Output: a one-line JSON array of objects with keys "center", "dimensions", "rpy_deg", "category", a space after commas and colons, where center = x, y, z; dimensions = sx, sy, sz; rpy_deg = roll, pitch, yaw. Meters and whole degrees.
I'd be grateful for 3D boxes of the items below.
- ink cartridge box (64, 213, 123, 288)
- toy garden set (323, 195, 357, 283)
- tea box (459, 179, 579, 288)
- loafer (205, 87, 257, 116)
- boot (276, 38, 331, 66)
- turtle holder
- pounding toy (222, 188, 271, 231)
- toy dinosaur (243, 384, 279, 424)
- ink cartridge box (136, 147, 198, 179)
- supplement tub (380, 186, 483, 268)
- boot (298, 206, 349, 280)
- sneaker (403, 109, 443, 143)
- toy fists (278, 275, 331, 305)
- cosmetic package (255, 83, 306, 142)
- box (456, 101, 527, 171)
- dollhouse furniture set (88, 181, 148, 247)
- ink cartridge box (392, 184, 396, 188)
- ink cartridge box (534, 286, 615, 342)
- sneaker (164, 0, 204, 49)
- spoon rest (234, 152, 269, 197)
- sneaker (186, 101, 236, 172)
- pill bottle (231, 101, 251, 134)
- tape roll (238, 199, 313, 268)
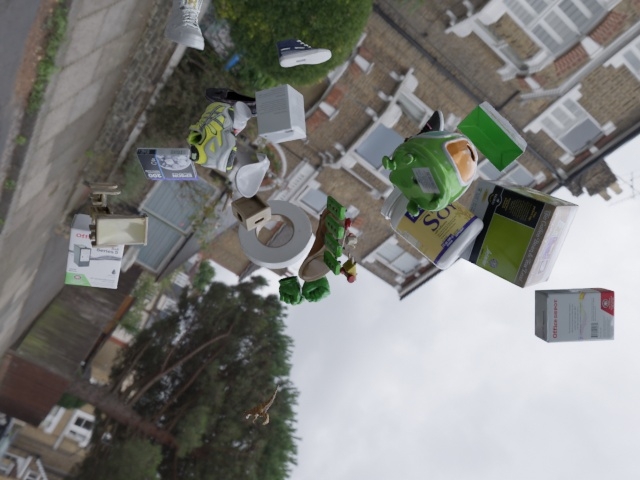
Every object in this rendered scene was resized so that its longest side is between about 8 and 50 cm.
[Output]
[{"center": [-0.911, 0.048, 1.870], "dimensions": [0.115, 0.198, 0.273], "rpy_deg": [-115, -139, -53], "category": "ink cartridge box"}, {"center": [0.075, 0.002, 1.501], "dimensions": [0.204, 0.049, 0.244], "rpy_deg": [-132, -140, -56], "category": "toy garden set"}, {"center": [0.755, -0.037, 1.802], "dimensions": [0.323, 0.220, 0.329], "rpy_deg": [34, -62, 43], "category": "tea box"}, {"center": [-0.444, -0.727, 2.338], "dimensions": [0.095, 0.302, 0.109], "rpy_deg": [104, 7, -60], "category": "loafer"}, {"center": [-0.061, -0.681, 1.643], "dimensions": [0.069, 0.190, 0.086], "rpy_deg": [125, -47, -74], "category": "boot"}, {"center": [0.350, -0.216, 1.454], "dimensions": [0.227, 0.243, 0.320], "rpy_deg": [-34, 168, -14], "category": "turtle holder"}, {"center": [-0.354, -0.141, 2.065], "dimensions": [0.181, 0.206, 0.094], "rpy_deg": [-31, 149, -23], "category": "pounding toy"}, {"center": [-0.247, 0.721, 1.964], "dimensions": [0.211, 0.064, 0.112], "rpy_deg": [-36, -113, 13], "category": "toy dinosaur"}, {"center": [-0.622, -0.298, 1.892], "dimensions": [0.208, 0.206, 0.045], "rpy_deg": [94, -5, -60], "category": "ink cartridge box"}, {"center": [0.421, -0.077, 1.764], "dimensions": [0.241, 0.331, 0.241], "rpy_deg": [-43, 163, -17], "category": "supplement tub"}, {"center": [0.000, 0.000, 1.755], "dimensions": [0.283, 0.109, 0.220], "rpy_deg": [-59, -158, 22], "category": "boot"}, {"center": [0.511, -0.522, 2.320], "dimensions": [0.296, 0.146, 0.105], "rpy_deg": [105, -26, -44], "category": "sneaker"}, {"center": [-0.082, 0.243, 2.240], "dimensions": [0.279, 0.142, 0.096], "rpy_deg": [-12, -171, 23], "category": "toy fists"}, {"center": [-0.160, -0.511, 1.877], "dimensions": [0.151, 0.151, 0.184], "rpy_deg": [-5, -93, 22], "category": "cosmetic package"}, {"center": [0.722, -0.441, 1.921], "dimensions": [0.127, 0.262, 0.231], "rpy_deg": [-45, 176, 32], "category": "box"}, {"center": [-0.729, -0.074, 1.650], "dimensions": [0.242, 0.161, 0.212], "rpy_deg": [38, -57, 51], "category": "dollhouse furniture set"}, {"center": [0.471, -0.238, 2.250], "dimensions": [0.092, 0.219, 0.160], "rpy_deg": [-19, 168, -38], "category": "ink cartridge box"}, {"center": [0.647, 0.189, 1.180], "dimensions": [0.072, 0.175, 0.128], "rpy_deg": [-117, -155, -85], "category": "ink cartridge box"}, {"center": [-0.442, -0.736, 1.521], "dimensions": [0.292, 0.108, 0.169], "rpy_deg": [45, -60, 46], "category": "sneaker"}, {"center": [-0.300, -0.304, 2.063], "dimensions": [0.084, 0.137, 0.276], "rpy_deg": [-8, -142, 30], "category": "spoon rest"}, {"center": [-0.380, -0.382, 1.589], "dimensions": [0.385, 0.147, 0.145], "rpy_deg": [-111, -144, -49], "category": "sneaker"}, {"center": [-0.378, -0.491, 1.924], "dimensions": [0.193, 0.108, 0.108], "rpy_deg": [-30, -149, 37], "category": "pill bottle"}, {"center": [-0.236, -0.037, 2.429], "dimensions": [0.072, 0.392, 0.392], "rpy_deg": [91, 20, -61], "category": "tape roll"}]
